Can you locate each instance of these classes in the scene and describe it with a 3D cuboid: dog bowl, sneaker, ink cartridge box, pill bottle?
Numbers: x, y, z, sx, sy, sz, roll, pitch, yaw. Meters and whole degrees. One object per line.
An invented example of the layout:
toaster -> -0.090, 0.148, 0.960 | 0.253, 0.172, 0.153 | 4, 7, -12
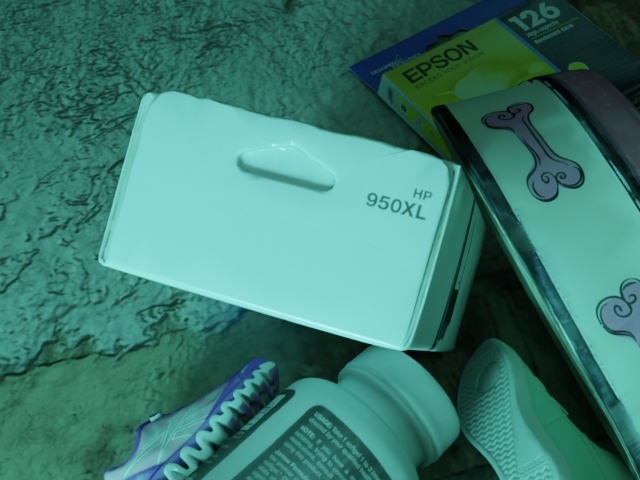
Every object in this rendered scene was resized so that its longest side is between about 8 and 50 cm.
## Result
dog bowl -> 0.266, 0.019, 0.949 | 0.150, 0.408, 0.408 | -29, 54, 8
sneaker -> 0.240, 0.212, 1.053 | 0.151, 0.094, 0.256 | 26, 23, -24
ink cartridge box -> 0.000, 0.000, 1.005 | 0.286, 0.395, 0.166 | 14, 86, 14
sneaker -> -0.138, 0.206, 1.063 | 0.105, 0.095, 0.236 | 25, 59, 29
ink cartridge box -> 0.246, -0.235, 1.388 | 0.304, 0.072, 0.307 | -30, 59, -18
pill bottle -> -0.017, 0.246, 0.968 | 0.318, 0.176, 0.176 | -40, 60, -23
